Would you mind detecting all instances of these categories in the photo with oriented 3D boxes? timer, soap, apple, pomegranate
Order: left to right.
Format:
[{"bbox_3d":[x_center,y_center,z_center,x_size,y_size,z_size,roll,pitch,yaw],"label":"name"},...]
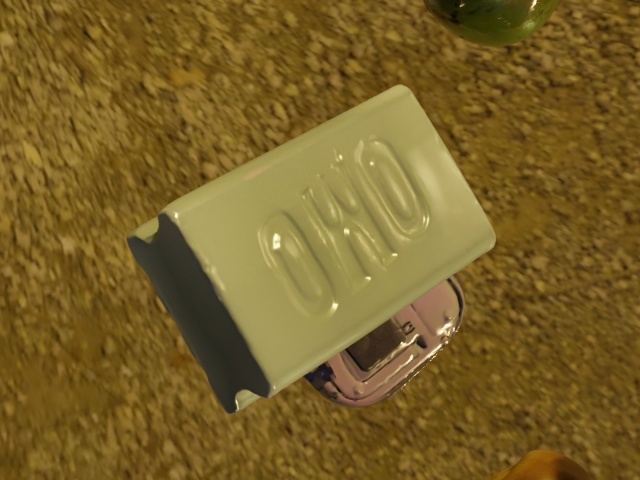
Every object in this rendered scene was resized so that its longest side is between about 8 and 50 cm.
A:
[{"bbox_3d":[0.000,0.000,1.032,0.265,0.087,0.160,-30,89,-37],"label":"soap"},{"bbox_3d":[0.042,0.063,1.339,0.191,0.069,0.208,-42,119,-3],"label":"timer"},{"bbox_3d":[0.146,-0.277,1.241,0.156,0.220,0.156,-16,135,-17],"label":"pomegranate"},{"bbox_3d":[0.179,0.226,1.078,0.099,0.114,0.102,-26,86,-31],"label":"apple"}]
